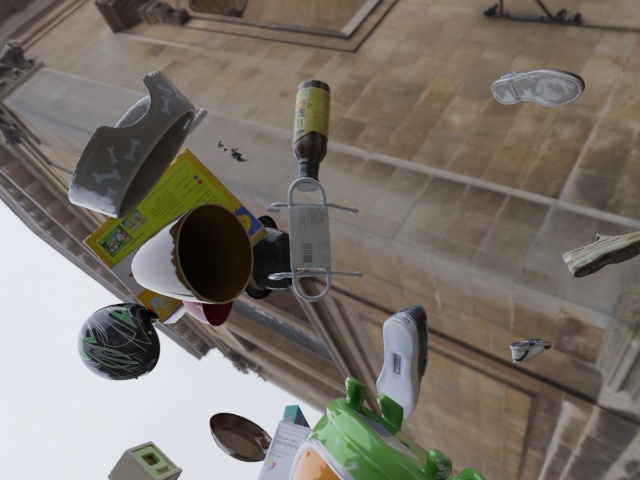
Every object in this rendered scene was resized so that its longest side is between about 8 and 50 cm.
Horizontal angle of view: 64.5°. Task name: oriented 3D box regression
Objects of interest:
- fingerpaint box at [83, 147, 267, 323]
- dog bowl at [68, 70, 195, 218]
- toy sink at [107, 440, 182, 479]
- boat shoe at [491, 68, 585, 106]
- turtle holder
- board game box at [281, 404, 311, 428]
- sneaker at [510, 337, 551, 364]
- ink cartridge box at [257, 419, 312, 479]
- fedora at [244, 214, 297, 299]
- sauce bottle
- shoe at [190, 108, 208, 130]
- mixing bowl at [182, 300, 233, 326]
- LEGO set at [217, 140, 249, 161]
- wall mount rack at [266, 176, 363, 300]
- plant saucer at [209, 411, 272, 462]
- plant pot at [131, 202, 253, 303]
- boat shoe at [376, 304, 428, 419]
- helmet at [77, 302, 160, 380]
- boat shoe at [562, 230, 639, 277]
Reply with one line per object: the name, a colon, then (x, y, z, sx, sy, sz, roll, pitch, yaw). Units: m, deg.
fingerpaint box: (-0.462, -0.011, 1.675, 0.445, 0.371, 0.163, -45, -5, -6)
dog bowl: (-0.404, -0.199, 1.131, 0.348, 0.102, 0.349, -54, 9, 13)
toy sink: (-0.585, 0.832, 1.766, 0.131, 0.234, 0.153, -55, -20, 1)
boat shoe: (0.417, -0.301, 0.961, 0.065, 0.206, 0.075, -39, -65, -12)
turtle holder: (0.083, 0.368, 0.754, 0.227, 0.243, 0.320, -53, -22, -5)
board game box: (-0.064, 0.621, 1.510, 0.160, 0.047, 0.210, -74, -33, -54)
sneaker: (0.445, 0.234, 1.076, 0.109, 0.040, 0.043, -4, -87, -25)
ink cartridge box: (-0.031, 0.542, 1.039, 0.117, 0.201, 0.278, 58, -135, -47)
fedora: (-0.178, 0.073, 1.939, 0.334, 0.153, 0.334, -23, -64, -59)
sauce bottle: (-0.029, -0.316, 1.532, 0.111, 0.111, 0.344, 39, -131, -58)
shoe: (-0.406, -0.327, 1.435, 0.178, 0.081, 0.063, -44, 12, 4)
mixing bowl: (-0.337, 0.155, 1.470, 0.181, 0.098, 0.181, 0, -90, -72)
LEGO set: (-0.213, -0.207, 1.220, 0.054, 0.083, 0.023, 82, -149, -70)
wall mount rack: (0.000, 0.000, 1.478, 0.304, 0.130, 0.350, -1, -97, -19)
plant saucer: (-0.215, 0.536, 1.364, 0.199, 0.199, 0.036, 19, -81, -60)
plant pot: (-0.339, 0.048, 1.244, 0.237, 0.254, 0.237, 21, -116, -52)
boat shoe: (0.202, 0.284, 1.184, 0.102, 0.108, 0.301, -27, -55, -39)
helmet: (-0.420, 0.214, 1.068, 0.161, 0.169, 0.169, -126, 49, -73)
boat shoe: (0.630, 0.012, 1.113, 0.190, 0.072, 0.068, -21, -38, 6)
